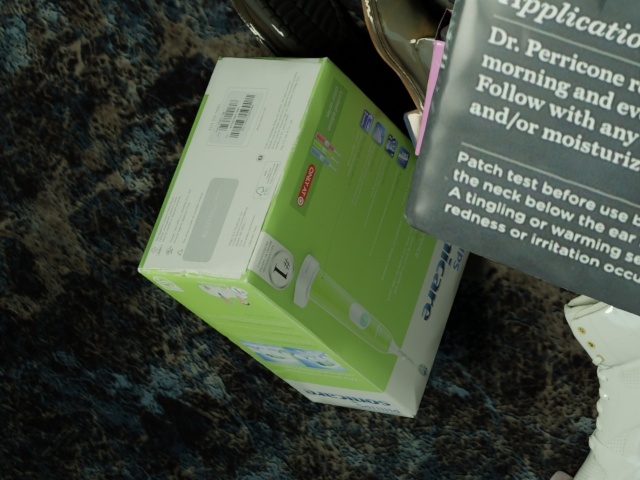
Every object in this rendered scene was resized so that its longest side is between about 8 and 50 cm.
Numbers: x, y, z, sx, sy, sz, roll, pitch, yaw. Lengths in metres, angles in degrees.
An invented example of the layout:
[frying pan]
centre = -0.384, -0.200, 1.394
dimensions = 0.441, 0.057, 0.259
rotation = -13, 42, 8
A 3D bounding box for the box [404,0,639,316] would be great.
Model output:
[box]
centre = 0.286, -0.261, 0.967
dimensions = 0.297, 0.480, 0.472
rotation = 21, 129, 10

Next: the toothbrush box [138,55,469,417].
[toothbrush box]
centre = 0.000, 0.000, 1.621
dimensions = 0.122, 0.206, 0.283
rotation = 4, 157, 38

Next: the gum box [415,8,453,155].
[gum box]
centre = 0.179, -0.108, 1.523
dimensions = 0.188, 0.062, 0.107
rotation = 12, 124, 5

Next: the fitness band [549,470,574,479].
[fitness band]
centre = 0.293, 0.336, 1.881
dimensions = 0.209, 0.054, 0.291
rotation = 29, 139, 13

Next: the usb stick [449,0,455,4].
[usb stick]
centre = 0.177, -0.264, 1.455
dimensions = 0.077, 0.045, 0.278
rotation = 54, 140, 0

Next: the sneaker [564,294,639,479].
[sneaker]
centre = 0.271, 0.121, 1.675
dimensions = 0.169, 0.108, 0.292
rotation = 41, 130, 5

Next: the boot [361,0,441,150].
[boot]
centre = 0.107, -0.170, 1.591
dimensions = 0.106, 0.082, 0.219
rotation = -14, 112, 21

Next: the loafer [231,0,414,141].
[loafer]
centre = -0.005, -0.155, 1.670
dimensions = 0.220, 0.080, 0.078
rotation = 47, 139, -5
